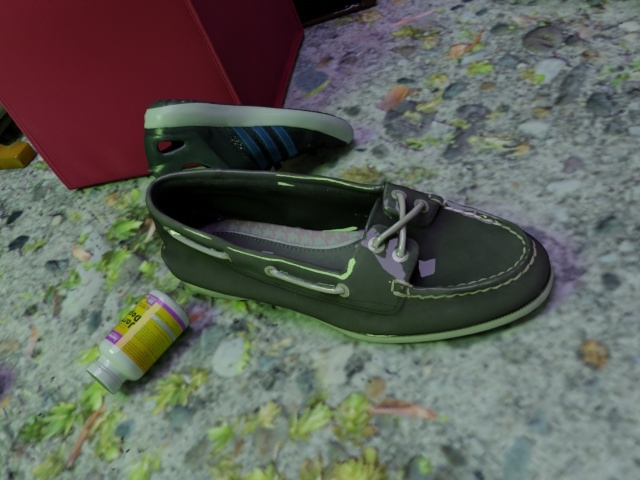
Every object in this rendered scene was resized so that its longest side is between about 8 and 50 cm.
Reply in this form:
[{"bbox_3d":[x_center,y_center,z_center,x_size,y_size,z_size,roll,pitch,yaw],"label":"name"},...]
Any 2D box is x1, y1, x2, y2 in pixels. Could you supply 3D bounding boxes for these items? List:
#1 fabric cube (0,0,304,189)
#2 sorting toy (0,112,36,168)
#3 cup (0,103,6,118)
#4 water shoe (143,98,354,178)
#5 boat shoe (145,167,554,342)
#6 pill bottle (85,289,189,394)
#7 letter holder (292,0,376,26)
[{"bbox_3d":[-0.195,-0.245,0.768,0.258,0.254,0.259,-8,43,20],"label":"fabric cube"},{"bbox_3d":[-0.501,-0.163,1.000,0.307,0.041,0.229,0,47,27],"label":"sorting toy"},{"bbox_3d":[-0.592,-0.275,0.943,0.330,0.237,0.331,-13,51,17],"label":"cup"},{"bbox_3d":[-0.066,-0.087,0.658,0.203,0.080,0.073,0,10,-24],"label":"water shoe"},{"bbox_3d":[0.000,0.000,0.533,0.334,0.096,0.112,4,49,30],"label":"boat shoe"},{"bbox_3d":[-0.148,0.083,0.563,0.043,0.043,0.083,19,58,39],"label":"pill bottle"},{"bbox_3d":[-0.049,-0.427,0.963,0.214,0.152,0.302,-14,42,16],"label":"letter holder"}]
